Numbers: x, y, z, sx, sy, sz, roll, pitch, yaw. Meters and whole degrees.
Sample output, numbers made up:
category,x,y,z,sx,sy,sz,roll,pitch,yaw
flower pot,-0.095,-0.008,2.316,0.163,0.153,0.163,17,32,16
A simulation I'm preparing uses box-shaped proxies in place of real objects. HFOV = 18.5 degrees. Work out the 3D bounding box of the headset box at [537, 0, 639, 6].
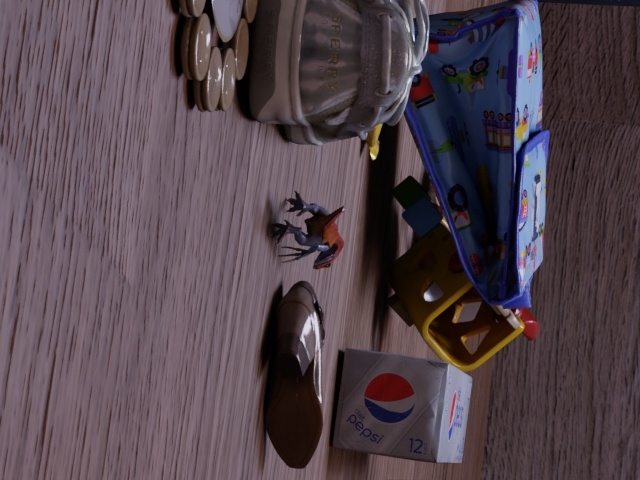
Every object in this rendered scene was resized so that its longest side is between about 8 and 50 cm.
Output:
category,x,y,z,sx,sy,sz,roll,pitch,yaw
headset box,0.243,-0.373,2.092,0.283,0.246,0.131,72,24,-70

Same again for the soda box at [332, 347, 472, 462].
category,x,y,z,sx,sy,sz,roll,pitch,yaw
soda box,0.081,0.158,1.841,0.286,0.098,0.091,36,62,-79

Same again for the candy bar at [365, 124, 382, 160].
category,x,y,z,sx,sy,sz,roll,pitch,yaw
candy bar,0.047,-0.149,1.718,0.040,0.018,0.161,-70,164,-58

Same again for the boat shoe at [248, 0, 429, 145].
category,x,y,z,sx,sy,sz,roll,pitch,yaw
boat shoe,0.027,-0.121,1.331,0.320,0.103,0.118,-7,102,-81

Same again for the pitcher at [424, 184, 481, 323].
category,x,y,z,sx,sy,sz,roll,pitch,yaw
pitcher,0.174,-0.024,2.227,0.207,0.125,0.177,-63,171,-45

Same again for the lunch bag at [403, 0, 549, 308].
category,x,y,z,sx,sy,sz,roll,pitch,yaw
lunch bag,0.157,-0.074,1.885,0.221,0.138,0.293,-44,125,-76

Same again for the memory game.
category,x,y,z,sx,sy,sz,roll,pitch,yaw
memory game,-0.055,-0.161,1.093,0.186,0.012,0.186,4,90,-81

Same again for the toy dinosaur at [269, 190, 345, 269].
category,x,y,z,sx,sy,sz,roll,pitch,yaw
toy dinosaur,0.000,0.000,1.365,0.082,0.090,0.047,27,82,-47

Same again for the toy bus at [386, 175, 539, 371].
category,x,y,z,sx,sy,sz,roll,pitch,yaw
toy bus,0.121,0.046,2.005,0.191,0.104,0.202,52,6,14

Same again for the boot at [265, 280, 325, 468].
category,x,y,z,sx,sy,sz,roll,pitch,yaw
boot,-0.013,0.091,1.405,0.087,0.042,0.118,-75,167,-57

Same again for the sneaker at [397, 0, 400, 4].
category,x,y,z,sx,sy,sz,roll,pitch,yaw
sneaker,0.089,-0.300,1.564,0.126,0.127,0.321,83,16,-58
